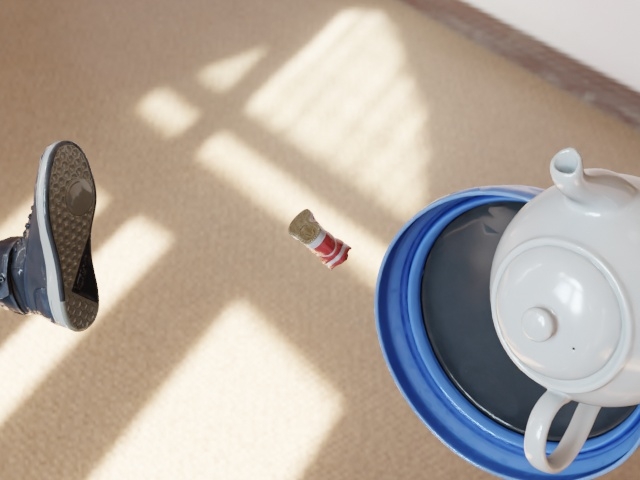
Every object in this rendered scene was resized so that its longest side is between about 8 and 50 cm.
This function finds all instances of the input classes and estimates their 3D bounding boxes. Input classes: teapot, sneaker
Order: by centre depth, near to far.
[{"bbox_3d":[0.258,0.065,1.160,0.187,0.252,0.256,-22,76,-45],"label":"teapot"},{"bbox_3d":[-0.346,-0.013,1.403,0.163,0.226,0.086,11,17,34],"label":"sneaker"},{"bbox_3d":[0.000,0.000,1.540,0.067,0.042,0.118,39,5,-21],"label":"sneaker"}]

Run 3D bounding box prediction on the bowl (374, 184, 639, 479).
[{"bbox_3d":[0.249,0.114,1.470,0.391,0.391,0.077,28,35,27],"label":"bowl"}]
